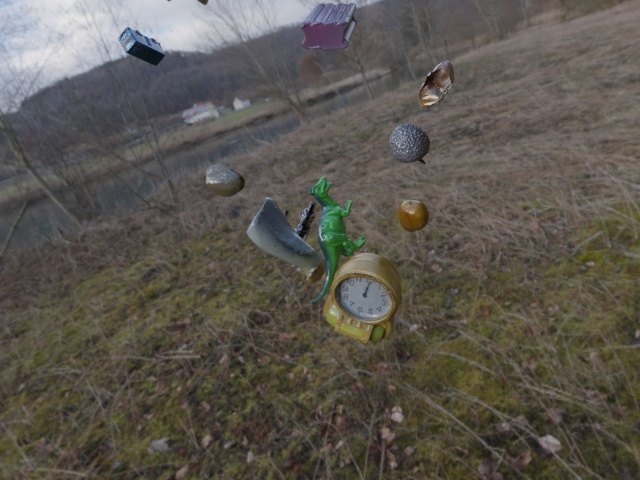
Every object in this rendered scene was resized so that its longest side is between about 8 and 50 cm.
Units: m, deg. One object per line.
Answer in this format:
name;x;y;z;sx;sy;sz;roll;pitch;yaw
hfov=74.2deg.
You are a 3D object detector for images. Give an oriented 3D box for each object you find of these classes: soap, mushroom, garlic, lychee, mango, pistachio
soap;0.026;-0.570;1.117;0.121;0.066;0.203;5;42;11
mushroom;-0.108;0.007;1.469;0.159;0.328;0.122;-50;2;-5
garlic;0.417;-0.562;1.538;0.174;0.099;0.124;-49;7;38
lychee;0.374;-0.391;1.762;0.165;0.198;0.165;-26;25;13
mango;0.318;-0.086;1.470;0.089;0.115;0.165;-33;0;-8
pistachio;-0.349;-0.217;1.545;0.148;0.113;0.113;7;23;9

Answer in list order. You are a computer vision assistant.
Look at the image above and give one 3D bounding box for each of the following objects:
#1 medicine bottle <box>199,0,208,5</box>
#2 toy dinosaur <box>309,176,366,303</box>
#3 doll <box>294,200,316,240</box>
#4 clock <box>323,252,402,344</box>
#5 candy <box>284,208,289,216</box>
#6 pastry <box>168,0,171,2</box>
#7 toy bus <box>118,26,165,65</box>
medicine bottle;-0.461;-1.046;1.627;0.052;0.201;0.171;34;9;18
toy dinosaur;0.000;0.000;1.959;0.500;0.374;0.144;-52;15;-12
doll;-0.069;-0.062;1.799;0.067;0.220;0.091;25;16;-5
clock;0.149;0.185;1.430;0.243;0.317;0.200;17;41;8
candy;-0.221;-0.086;2.144;0.175;0.043;0.045;-54;-16;-8
pastry;-0.642;-1.084;1.779;0.056;0.080;0.140;-27;-24;-49
toy bus;-0.835;-0.905;1.982;0.090;0.106;0.184;-33;-15;25
